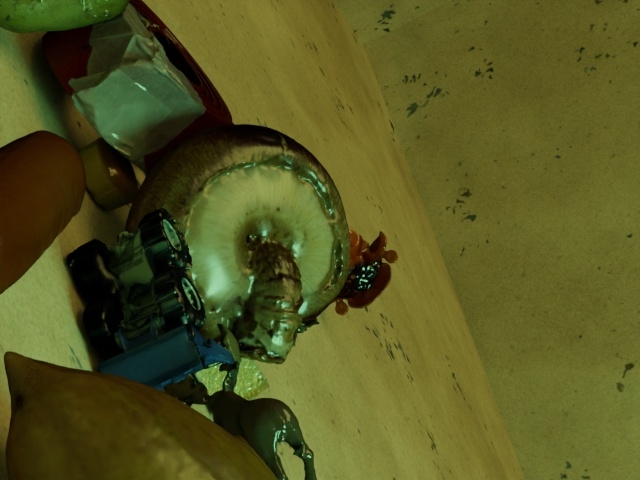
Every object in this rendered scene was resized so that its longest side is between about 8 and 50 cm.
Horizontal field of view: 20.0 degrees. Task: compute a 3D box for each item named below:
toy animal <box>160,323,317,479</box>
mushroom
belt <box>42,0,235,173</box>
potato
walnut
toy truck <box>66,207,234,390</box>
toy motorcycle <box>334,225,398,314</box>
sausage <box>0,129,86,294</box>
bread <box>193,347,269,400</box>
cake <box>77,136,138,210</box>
[{"bbox_3d":[-0.082,0.182,1.869,0.186,0.094,0.214,64,-25,-6],"label":"toy animal"},{"bbox_3d":[-0.092,0.008,2.028,0.297,0.163,0.278,6,75,-41],"label":"mushroom"},{"bbox_3d":[-0.209,-0.186,2.110,0.227,0.115,0.324,48,7,-10],"label":"belt"},{"bbox_3d":[-0.291,-0.278,1.958,0.085,0.188,0.105,-111,-159,-63],"label":"potato"},{"bbox_3d":[-0.144,0.220,1.433,0.336,0.209,0.209,50,12,-3],"label":"walnut"},{"bbox_3d":[-0.169,0.083,1.826,0.126,0.113,0.208,52,17,-50],"label":"toy truck"},{"bbox_3d":[0.000,0.000,2.748,0.221,0.148,0.326,44,2,21],"label":"toy motorcycle"},{"bbox_3d":[-0.279,-0.027,1.614,0.097,0.094,0.348,57,13,-10],"label":"sausage"},{"bbox_3d":[-0.123,0.158,2.105,0.084,0.080,0.109,63,-24,-2],"label":"bread"},{"bbox_3d":[-0.239,-0.076,2.040,0.084,0.044,0.084,60,13,-24],"label":"cake"}]
